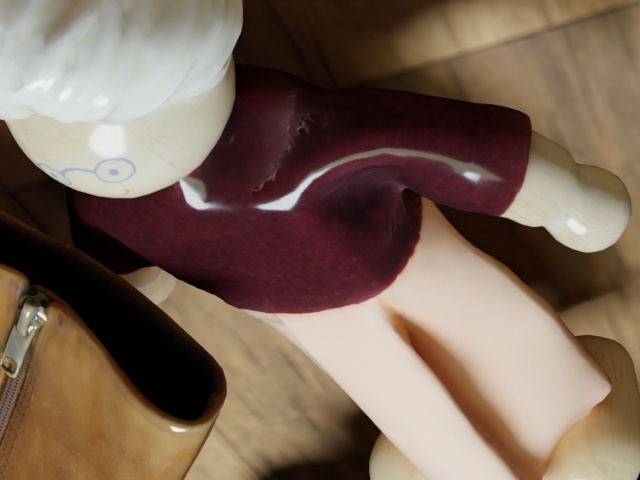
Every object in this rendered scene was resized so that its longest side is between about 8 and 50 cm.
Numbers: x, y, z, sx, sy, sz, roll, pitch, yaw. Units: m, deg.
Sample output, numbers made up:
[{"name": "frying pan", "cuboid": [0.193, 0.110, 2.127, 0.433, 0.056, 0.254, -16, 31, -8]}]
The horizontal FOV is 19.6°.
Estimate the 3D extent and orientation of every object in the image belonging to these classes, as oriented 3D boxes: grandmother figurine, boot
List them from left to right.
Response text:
[{"name": "boot", "cuboid": [-0.179, 0.085, 0.680, 0.264, 0.096, 0.280, 34, 134, 17]}, {"name": "grandmother figurine", "cuboid": [0.000, 0.000, 0.617, 0.207, 0.104, 0.342, -18, 144, 26]}]

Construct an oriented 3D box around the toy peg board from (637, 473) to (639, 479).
[{"name": "toy peg board", "cuboid": [0.211, 0.127, 0.867, 0.160, 0.079, 0.161, -9, 147, 33]}]
